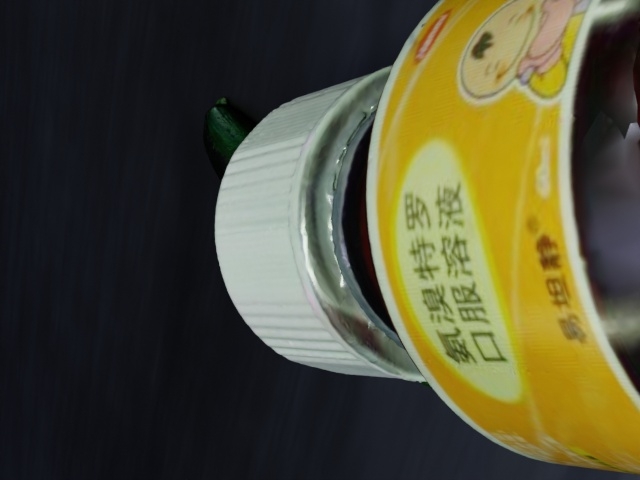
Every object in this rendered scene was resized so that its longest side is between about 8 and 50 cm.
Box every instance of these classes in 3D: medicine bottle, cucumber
[{"bbox_3d":[0.108,-0.007,0.646,0.395,0.242,0.242,-15,95,60],"label":"medicine bottle"},{"bbox_3d":[0.000,0.000,0.908,0.284,0.056,0.056,47,138,31],"label":"cucumber"}]
